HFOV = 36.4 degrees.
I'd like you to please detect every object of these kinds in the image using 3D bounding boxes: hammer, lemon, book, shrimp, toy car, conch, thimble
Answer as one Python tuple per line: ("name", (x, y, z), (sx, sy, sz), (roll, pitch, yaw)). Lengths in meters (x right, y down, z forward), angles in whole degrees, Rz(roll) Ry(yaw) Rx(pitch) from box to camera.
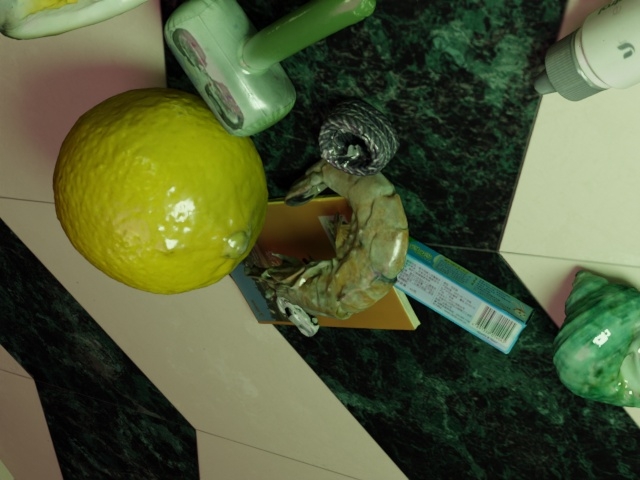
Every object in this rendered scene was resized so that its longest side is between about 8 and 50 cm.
("hammer", (-0.051, -0.270, 1.282), (0.335, 0.119, 0.206), (-18, 115, 43))
("lemon", (-0.241, -0.078, 1.478), (0.336, 0.336, 0.336), (25, 141, 22))
("book", (-0.031, 0.041, 1.640), (0.374, 0.028, 0.262), (-2, 126, 44))
("shrimp", (0.000, 0.000, 1.456), (0.360, 0.085, 0.247), (-18, 76, 49))
("toy car", (-0.042, 0.130, 1.696), (0.093, 0.025, 0.041), (42, 143, -1))
("conch", (0.394, 0.130, 1.253), (0.196, 0.134, 0.202), (-37, 94, 13))
("thimble", (0.052, -0.143, 1.343), (0.104, 0.066, 0.095), (14, 137, 29))

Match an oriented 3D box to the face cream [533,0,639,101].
("face cream", (0.336, -0.213, 0.982), (0.092, 0.092, 0.311), (50, 144, -11))

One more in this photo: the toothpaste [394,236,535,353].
("toothpaste", (0.180, 0.065, 1.428), (0.267, 0.050, 0.065), (31, 127, 12))

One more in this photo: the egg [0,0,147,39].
("egg", (-0.287, -0.451, 1.117), (0.354, 0.354, 0.339), (-19, 98, 51))
